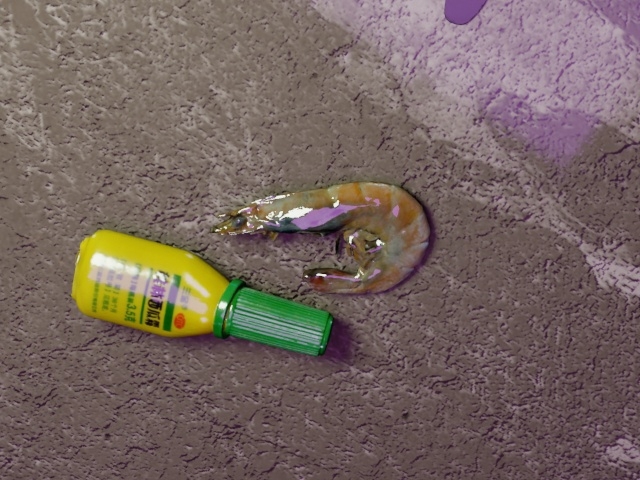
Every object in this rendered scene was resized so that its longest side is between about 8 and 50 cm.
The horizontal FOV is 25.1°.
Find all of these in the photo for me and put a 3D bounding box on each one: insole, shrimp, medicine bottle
[{"bbox_3d":[0.167,-0.290,1.521,0.045,0.002,0.135,20,115,-2],"label":"insole"},{"bbox_3d":[0.000,0.001,1.645,0.251,0.052,0.144,1,116,7],"label":"shrimp"},{"bbox_3d":[-0.136,0.071,1.683,0.308,0.076,0.111,14,116,1],"label":"medicine bottle"}]
